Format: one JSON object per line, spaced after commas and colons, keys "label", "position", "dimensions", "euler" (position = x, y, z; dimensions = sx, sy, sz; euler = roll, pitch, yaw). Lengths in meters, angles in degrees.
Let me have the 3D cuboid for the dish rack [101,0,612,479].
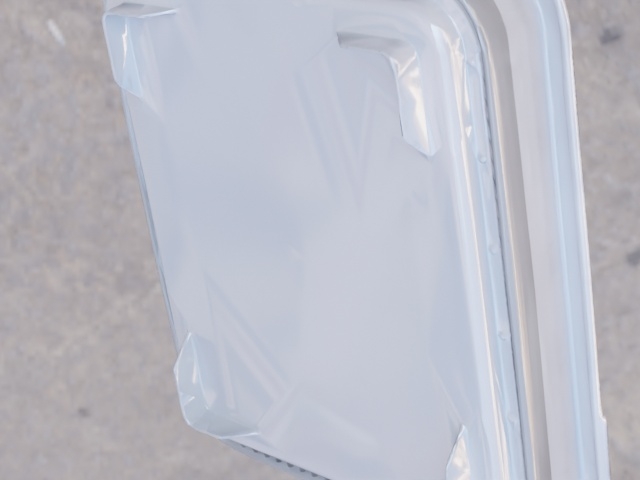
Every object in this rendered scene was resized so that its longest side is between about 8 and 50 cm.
{"label": "dish rack", "position": [0.000, 0.000, 0.773], "dimensions": [0.072, 0.286, 0.332], "euler": [-29, 121, -38]}
